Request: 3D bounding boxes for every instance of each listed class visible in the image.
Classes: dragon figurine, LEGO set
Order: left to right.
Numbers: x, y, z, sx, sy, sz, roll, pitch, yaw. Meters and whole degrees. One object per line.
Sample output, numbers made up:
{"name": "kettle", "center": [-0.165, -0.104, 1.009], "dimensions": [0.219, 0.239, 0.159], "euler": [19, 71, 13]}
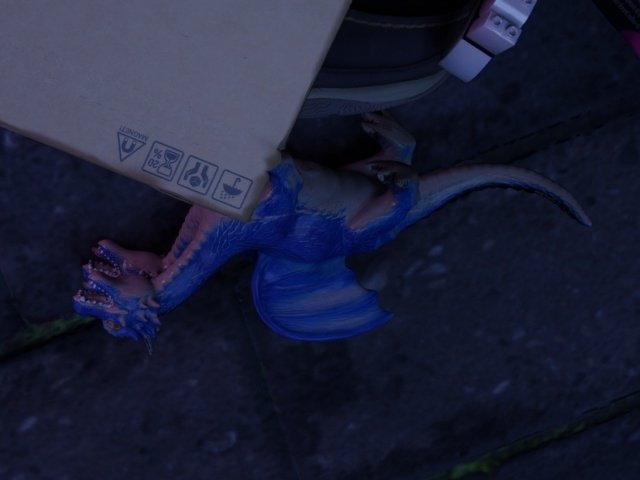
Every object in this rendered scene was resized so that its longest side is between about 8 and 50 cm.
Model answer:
{"name": "dragon figurine", "center": [0.000, 0.000, 1.128], "dimensions": [0.289, 0.085, 0.144], "euler": [2, 126, -17]}
{"name": "LEGO set", "center": [0.106, -0.203, 0.964], "dimensions": [0.087, 0.093, 0.227], "euler": [31, 74, -12]}

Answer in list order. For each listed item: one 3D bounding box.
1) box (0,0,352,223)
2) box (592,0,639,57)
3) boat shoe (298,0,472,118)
{"name": "box", "center": [-0.090, -0.116, 0.903], "dimensions": [0.201, 0.021, 0.164], "euler": [22, 102, -18]}
{"name": "box", "center": [0.254, -0.113, 1.040], "dimensions": [0.142, 0.247, 0.163], "euler": [-40, 129, 11]}
{"name": "boat shoe", "center": [-0.073, -0.151, 0.963], "dimensions": [0.355, 0.132, 0.130], "euler": [5, 121, -25]}
